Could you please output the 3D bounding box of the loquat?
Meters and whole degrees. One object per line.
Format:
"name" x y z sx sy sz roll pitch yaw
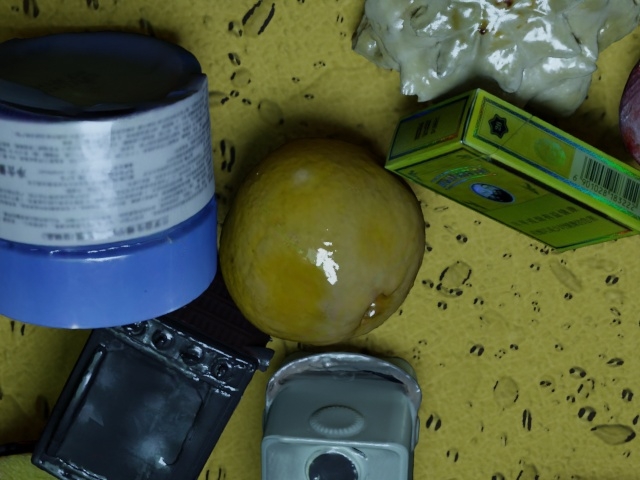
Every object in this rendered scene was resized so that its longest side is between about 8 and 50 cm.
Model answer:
"loquat" 0.000 0.000 1.807 0.208 0.208 0.208 3 117 6

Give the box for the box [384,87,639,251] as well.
"box" 0.190 -0.064 1.755 0.220 0.064 0.141 26 161 -24

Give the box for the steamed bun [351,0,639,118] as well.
"steamed bun" 0.160 -0.221 1.714 0.295 0.137 0.292 -20 115 14

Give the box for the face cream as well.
"face cream" -0.223 -0.067 1.776 0.249 0.249 0.225 4 116 5

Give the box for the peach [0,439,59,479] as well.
"peach" -0.252 0.280 2.029 0.279 0.068 0.189 19 142 6

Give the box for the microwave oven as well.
"microwave oven" -0.166 0.146 1.908 0.178 0.188 0.247 25 117 -6

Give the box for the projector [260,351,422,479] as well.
"projector" 0.020 0.238 1.937 0.163 0.177 0.242 4 116 4

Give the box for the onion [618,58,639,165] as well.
"onion" 0.348 -0.116 1.744 0.159 0.159 0.195 40 144 -12
